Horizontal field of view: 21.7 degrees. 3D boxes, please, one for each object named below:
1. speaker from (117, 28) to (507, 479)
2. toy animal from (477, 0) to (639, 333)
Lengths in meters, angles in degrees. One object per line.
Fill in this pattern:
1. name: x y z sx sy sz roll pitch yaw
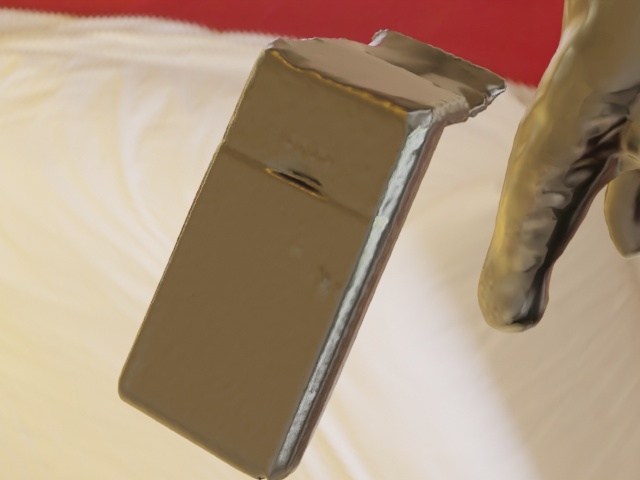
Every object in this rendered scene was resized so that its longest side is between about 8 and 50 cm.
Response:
1. speaker: 0.000 0.000 1.445 0.180 0.388 0.184 27 -173 24
2. toy animal: 0.190 -0.115 0.727 0.302 0.194 0.344 -2 110 49
